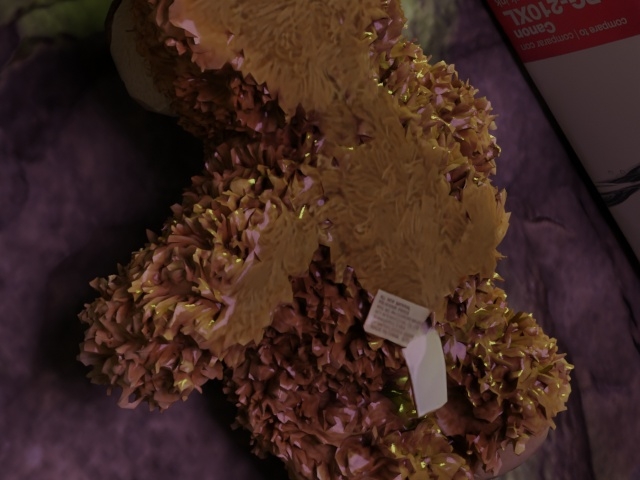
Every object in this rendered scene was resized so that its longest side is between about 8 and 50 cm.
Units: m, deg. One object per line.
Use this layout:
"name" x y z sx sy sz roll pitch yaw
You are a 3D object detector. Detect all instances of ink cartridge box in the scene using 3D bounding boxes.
"ink cartridge box" 0.212 -0.096 0.909 0.172 0.100 0.237 -48 115 -35

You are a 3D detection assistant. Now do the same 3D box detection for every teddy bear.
"teddy bear" 0.000 0.000 0.716 0.245 0.113 0.338 -55 127 -24
